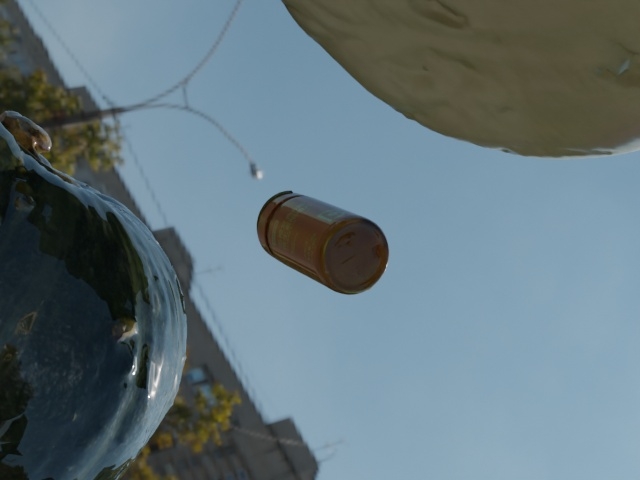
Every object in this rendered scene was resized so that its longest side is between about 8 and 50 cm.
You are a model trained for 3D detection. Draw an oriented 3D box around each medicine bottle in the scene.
[{"bbox_3d":[0.000,0.000,1.306,0.192,0.096,0.096,26,-55,61],"label":"medicine bottle"}]

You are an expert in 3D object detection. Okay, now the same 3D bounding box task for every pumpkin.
[{"bbox_3d":[-0.241,0.031,0.535,0.328,0.257,0.291,39,-10,-9],"label":"pumpkin"}]

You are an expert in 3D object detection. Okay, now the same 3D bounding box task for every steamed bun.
[{"bbox_3d":[0.135,-0.210,0.644,0.334,0.233,0.312,11,-26,43],"label":"steamed bun"}]

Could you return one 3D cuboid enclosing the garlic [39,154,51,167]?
[{"bbox_3d":[-0.344,-0.037,1.072,0.206,0.115,0.128,-85,-161,-69],"label":"garlic"}]
